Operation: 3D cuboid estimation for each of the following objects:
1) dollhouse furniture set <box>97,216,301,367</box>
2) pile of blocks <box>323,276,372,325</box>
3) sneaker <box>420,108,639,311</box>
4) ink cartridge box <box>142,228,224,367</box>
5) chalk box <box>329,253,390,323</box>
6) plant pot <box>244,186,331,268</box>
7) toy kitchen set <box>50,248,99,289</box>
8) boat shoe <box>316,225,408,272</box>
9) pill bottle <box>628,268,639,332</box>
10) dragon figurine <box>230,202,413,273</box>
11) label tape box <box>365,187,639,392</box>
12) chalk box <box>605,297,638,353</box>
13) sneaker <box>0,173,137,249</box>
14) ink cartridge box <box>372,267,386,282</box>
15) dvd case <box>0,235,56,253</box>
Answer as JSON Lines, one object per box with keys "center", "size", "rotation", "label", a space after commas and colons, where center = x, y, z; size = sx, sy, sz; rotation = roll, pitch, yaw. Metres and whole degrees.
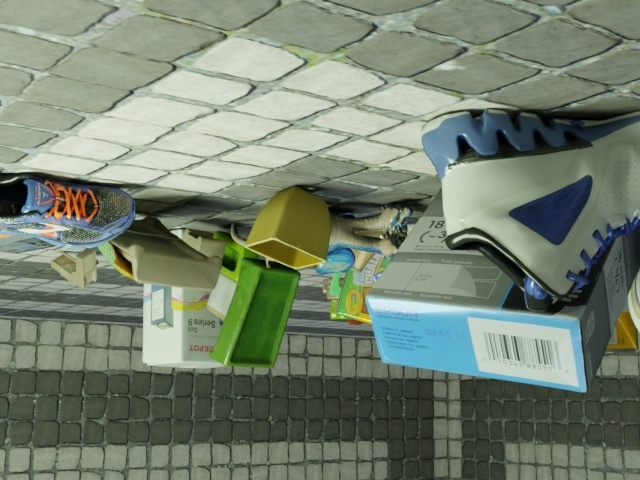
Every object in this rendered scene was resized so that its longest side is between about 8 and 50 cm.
{"center": [-0.210, 0.067, 1.352], "size": [0.302, 0.151, 0.198], "rotation": [11, -168, -45], "label": "dollhouse furniture set"}
{"center": [0.091, 0.138, 2.088], "size": [0.149, 0.112, 0.362], "rotation": [3, 170, -17], "label": "pile of blocks"}
{"center": [0.255, -0.024, 0.917], "size": [0.316, 0.182, 0.127], "rotation": [0, 172, 5], "label": "sneaker"}
{"center": [-0.204, 0.099, 1.561], "size": [0.093, 0.212, 0.154], "rotation": [-7, 168, 37], "label": "ink cartridge box"}
{"center": [0.113, 0.082, 1.622], "size": [0.213, 0.132, 0.132], "rotation": [13, 175, 21], "label": "chalk box"}
{"center": [-0.035, -0.020, 1.218], "size": [0.082, 0.083, 0.081], "rotation": [24, 160, -26], "label": "plant pot"}
{"center": [-0.428, 0.026, 1.716], "size": [0.083, 0.075, 0.068], "rotation": [30, -135, 22], "label": "toy kitchen set"}
{"center": [0.061, 0.013, 1.464], "size": [0.068, 0.072, 0.190], "rotation": [8, 168, -37], "label": "boat shoe"}
{"center": [0.453, 0.017, 1.029], "size": [0.153, 0.153, 0.264], "rotation": [2, 146, -10], "label": "pill bottle"}
{"center": [0.000, 0.000, 1.351], "size": [0.144, 0.085, 0.289], "rotation": [9, 166, -40], "label": "dragon figurine"}
{"center": [0.233, 0.013, 1.111], "size": [0.241, 0.105, 0.333], "rotation": [4, -143, 31], "label": "label tape box"}
{"center": [0.444, 0.132, 1.852], "size": [0.180, 0.179, 0.289], "rotation": [4, 171, -24], "label": "chalk box"}
{"center": [-0.334, -0.039, 1.167], "size": [0.221, 0.083, 0.087], "rotation": [-1, 163, -16], "label": "sneaker"}
{"center": [0.158, 0.025, 1.327], "size": [0.097, 0.046, 0.207], "rotation": [-29, 179, 29], "label": "ink cartridge box"}
{"center": [-0.529, -0.013, 1.487], "size": [0.180, 0.022, 0.253], "rotation": [-9, 167, 39], "label": "dvd case"}
